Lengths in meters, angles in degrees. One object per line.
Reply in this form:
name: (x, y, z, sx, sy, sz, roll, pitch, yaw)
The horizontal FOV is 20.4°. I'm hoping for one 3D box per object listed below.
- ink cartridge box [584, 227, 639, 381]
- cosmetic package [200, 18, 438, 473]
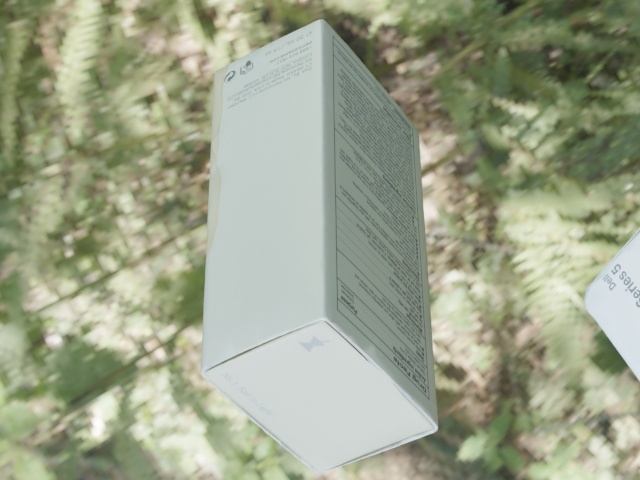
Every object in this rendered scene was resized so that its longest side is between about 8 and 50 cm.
ink cartridge box: (0.340, 0.099, 1.223, 0.115, 0.273, 0.198, -51, 39, 18)
cosmetic package: (0.000, 0.000, 1.358, 0.113, 0.309, 0.160, -23, 132, 24)
